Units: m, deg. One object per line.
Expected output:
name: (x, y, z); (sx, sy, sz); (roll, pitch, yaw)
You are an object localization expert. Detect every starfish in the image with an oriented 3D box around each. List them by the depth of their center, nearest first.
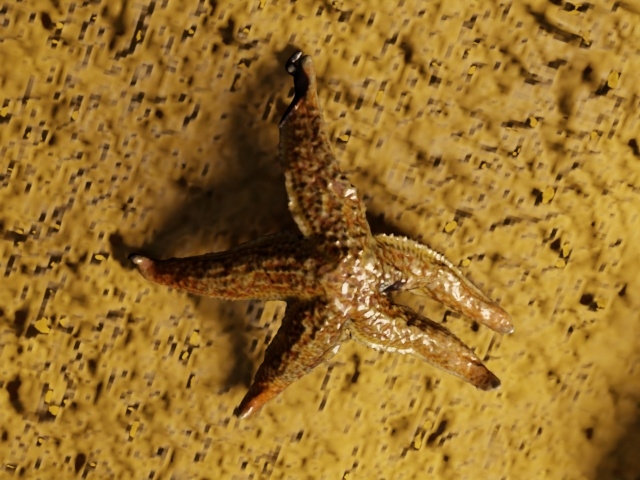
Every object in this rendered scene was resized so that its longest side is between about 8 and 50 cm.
starfish: (-0.002, 0.002, 0.673); (0.133, 0.041, 0.130); (-8, 108, 0)
